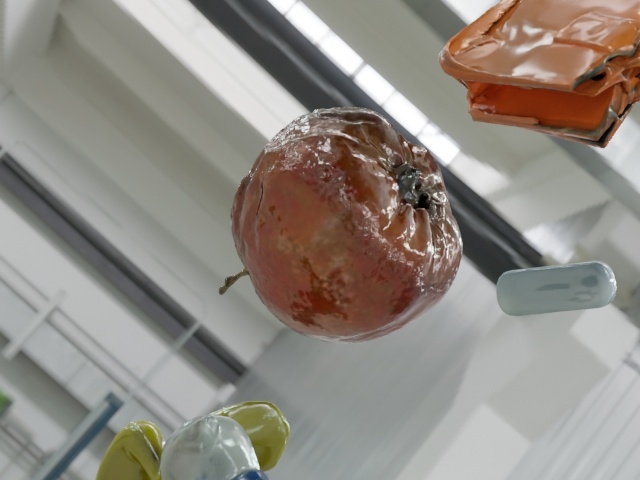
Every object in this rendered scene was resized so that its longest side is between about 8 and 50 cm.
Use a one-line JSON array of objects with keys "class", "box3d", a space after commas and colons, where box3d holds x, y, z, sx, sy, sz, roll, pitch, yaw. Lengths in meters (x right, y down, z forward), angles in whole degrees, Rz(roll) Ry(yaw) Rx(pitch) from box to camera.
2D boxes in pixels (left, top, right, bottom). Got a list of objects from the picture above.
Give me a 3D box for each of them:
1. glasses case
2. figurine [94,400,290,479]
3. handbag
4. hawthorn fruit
[{"class": "glasses case", "box3d": [0.336, 0.070, 1.801, 0.178, 0.067, 0.045, -8, -5, 34]}, {"class": "figurine", "box3d": [-0.060, 0.295, 1.131, 0.283, 0.204, 0.338, 60, -9, -9]}, {"class": "handbag", "box3d": [0.368, -0.290, 1.557, 0.303, 0.410, 0.116, 20, -33, 58]}, {"class": "hawthorn fruit", "box3d": [0.000, 0.000, 1.279, 0.272, 0.242, 0.242, -30, -67, 34]}]
